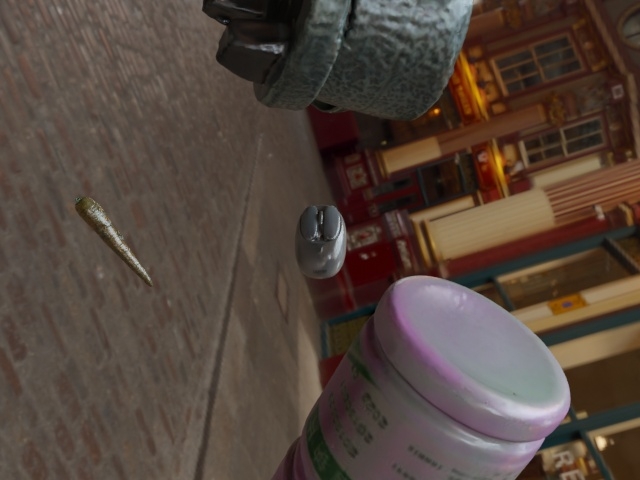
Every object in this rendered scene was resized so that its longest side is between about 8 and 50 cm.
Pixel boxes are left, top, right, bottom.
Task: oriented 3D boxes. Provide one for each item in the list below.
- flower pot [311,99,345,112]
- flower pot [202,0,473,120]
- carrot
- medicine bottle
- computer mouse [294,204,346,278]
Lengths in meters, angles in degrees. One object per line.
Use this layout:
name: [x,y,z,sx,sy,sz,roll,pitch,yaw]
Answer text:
flower pot: [0.041,-0.393,1.631,0.189,0.157,0.243,46,-23,-14]
flower pot: [0.009,-0.306,0.897,0.299,0.282,0.299,-173,-90,-71]
carrot: [-0.449,0.005,1.564,0.254,0.049,0.049,55,12,-18]
medicine bottle: [0.088,0.221,0.763,0.326,0.211,0.212,-60,-166,26]
computer mouse: [0.000,0.000,0.893,0.039,0.065,0.096,77,15,-81]
